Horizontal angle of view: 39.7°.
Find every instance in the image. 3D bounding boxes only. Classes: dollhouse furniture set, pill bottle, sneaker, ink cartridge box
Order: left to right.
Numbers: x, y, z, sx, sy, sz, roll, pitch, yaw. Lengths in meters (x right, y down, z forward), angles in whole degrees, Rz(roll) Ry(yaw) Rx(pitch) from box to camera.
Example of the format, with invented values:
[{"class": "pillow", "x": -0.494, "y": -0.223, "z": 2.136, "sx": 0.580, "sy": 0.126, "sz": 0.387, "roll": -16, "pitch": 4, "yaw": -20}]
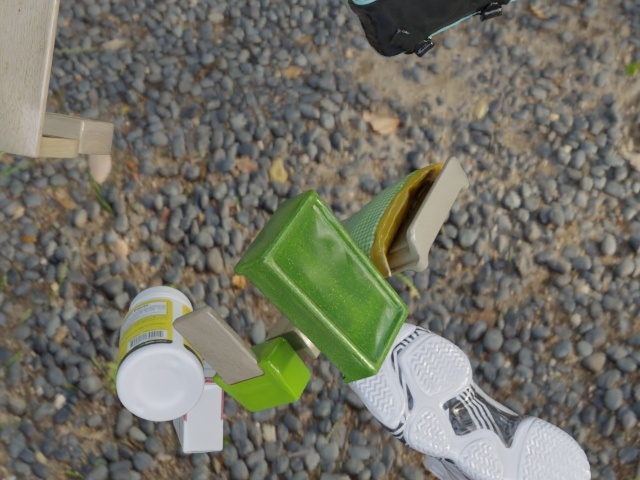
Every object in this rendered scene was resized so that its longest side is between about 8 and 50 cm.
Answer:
[{"class": "dollhouse furniture set", "x": -0.212, "y": -0.129, "z": 0.618, "sx": 0.144, "sy": 0.151, "sz": 0.123, "roll": 11, "pitch": 97, "yaw": 13}, {"class": "pill bottle", "x": -0.229, "y": 0.154, "z": 1.273, "sx": 0.119, "sy": 0.119, "sz": 0.208, "roll": -13, "pitch": 25, "yaw": -4}, {"class": "ink cartridge box", "x": -0.230, "y": 0.303, "z": 1.650, "sx": 0.072, "sy": 0.175, "sz": 0.128, "roll": 0, "pitch": 97, "yaw": -15}, {"class": "dollhouse furniture set", "x": 0.000, "y": 0.000, "z": 0.898, "sx": 0.151, "sy": 0.197, "sz": 0.301, "roll": 48, "pitch": 47, "yaw": -17}, {"class": "sneaker", "x": 0.162, "y": 0.239, "z": 1.179, "sx": 0.365, "sy": 0.210, "sz": 0.137, "roll": 35, "pitch": 73, "yaw": -5}]

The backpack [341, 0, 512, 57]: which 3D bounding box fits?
[{"class": "backpack", "x": 0.074, "y": -0.276, "z": 0.764, "sx": 0.165, "sy": 0.144, "sz": 0.188, "roll": -27, "pitch": 49, "yaw": 9}]
